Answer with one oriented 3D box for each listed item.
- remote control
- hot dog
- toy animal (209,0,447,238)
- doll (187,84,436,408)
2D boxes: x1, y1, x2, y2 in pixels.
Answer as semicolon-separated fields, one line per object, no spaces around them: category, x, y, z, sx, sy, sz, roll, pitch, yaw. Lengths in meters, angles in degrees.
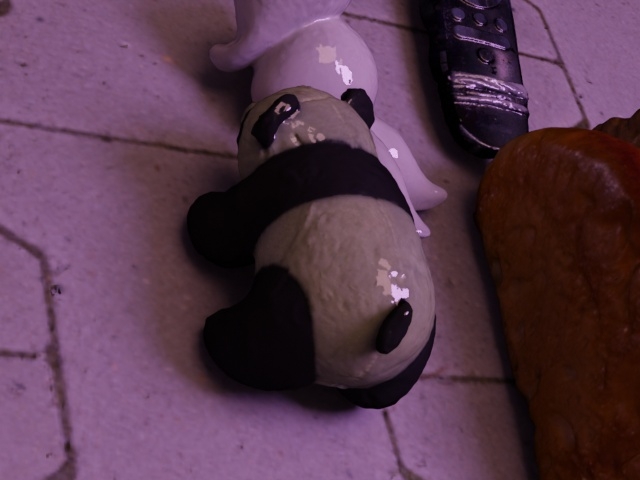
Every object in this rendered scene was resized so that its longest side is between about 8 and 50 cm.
remote control;0.131;-0.173;1.154;0.090;0.066;0.266;7;55;-15
hot dog;0.263;0.057;0.936;0.185;0.223;0.405;15;49;-31
toy animal;0.004;-0.095;0.983;0.104;0.130;0.221;-54;124;-79
doll;0.002;0.002;0.856;0.143;0.135;0.234;12;46;-32
